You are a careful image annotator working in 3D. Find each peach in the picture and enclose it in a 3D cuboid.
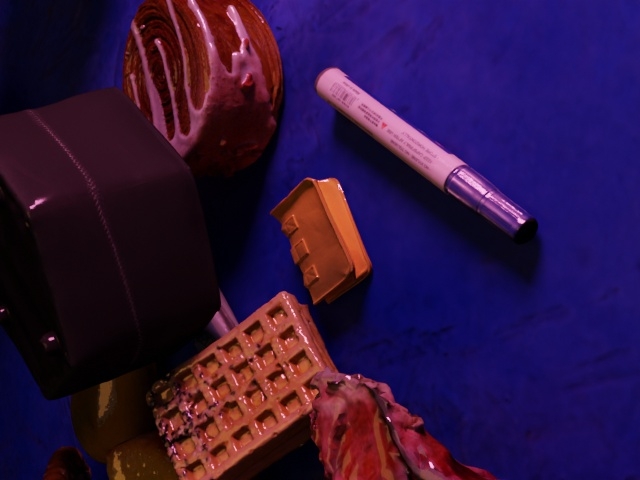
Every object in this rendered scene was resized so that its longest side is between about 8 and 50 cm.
[{"bbox_3d":[-0.109,0.227,0.742,0.172,0.092,0.127,31,105,42],"label":"peach"}]

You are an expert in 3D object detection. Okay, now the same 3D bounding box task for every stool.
[{"bbox_3d":[-0.190,0.005,0.692,0.232,0.141,0.232,33,134,42],"label":"stool"}]

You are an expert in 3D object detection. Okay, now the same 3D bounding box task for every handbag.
[{"bbox_3d":[0.000,0.000,0.645,0.061,0.027,0.083,-39,65,43],"label":"handbag"}]

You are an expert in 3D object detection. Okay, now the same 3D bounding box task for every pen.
[{"bbox_3d":[0.063,-0.060,0.568,0.204,0.025,0.025,43,124,38],"label":"pen"}]

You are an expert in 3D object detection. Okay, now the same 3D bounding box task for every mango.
[{"bbox_3d":[-0.201,0.142,0.863,0.103,0.076,0.160,13,95,55],"label":"mango"}]

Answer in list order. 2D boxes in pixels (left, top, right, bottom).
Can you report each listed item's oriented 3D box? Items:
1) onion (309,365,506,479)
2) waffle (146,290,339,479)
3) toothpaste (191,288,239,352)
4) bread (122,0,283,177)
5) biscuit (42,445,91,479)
[{"bbox_3d":[0.096,0.234,0.458,0.267,0.159,0.348,-20,71,37],"label":"onion"},{"bbox_3d":[-0.056,0.119,0.660,0.148,0.042,0.102,-35,63,11],"label":"waffle"},{"bbox_3d":[-0.127,0.032,0.788,0.069,0.047,0.268,-53,57,25],"label":"toothpaste"},{"bbox_3d":[-0.102,-0.129,0.719,0.160,0.073,0.160,5,97,49],"label":"bread"},{"bbox_3d":[-0.255,0.359,0.873,0.305,0.038,0.305,-179,90,-82],"label":"biscuit"}]
